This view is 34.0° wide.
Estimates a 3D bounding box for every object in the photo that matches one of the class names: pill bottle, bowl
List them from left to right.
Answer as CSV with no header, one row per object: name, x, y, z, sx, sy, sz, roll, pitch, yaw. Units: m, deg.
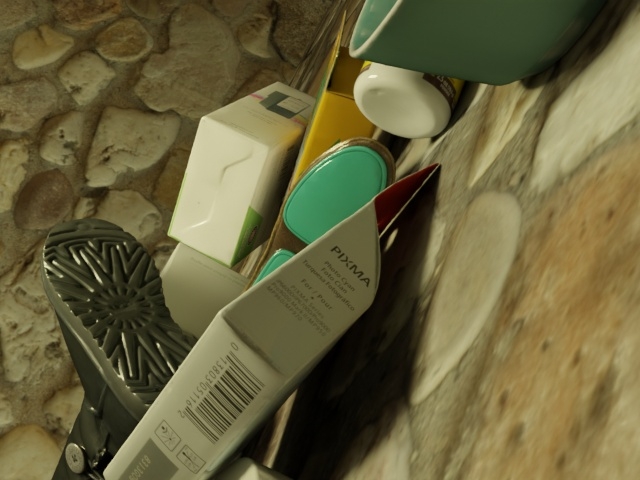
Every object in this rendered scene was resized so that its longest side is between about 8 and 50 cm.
pill bottle,0.127,-0.234,1.224,0.215,0.117,0.117,-66,11,-24
bowl,0.171,-0.266,0.950,0.312,0.163,0.311,-59,9,16

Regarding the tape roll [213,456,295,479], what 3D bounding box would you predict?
tape roll,-0.120,0.382,0.920,0.392,0.072,0.392,-58,11,18

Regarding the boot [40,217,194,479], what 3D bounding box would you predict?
boot,-0.305,0.248,1.414,0.367,0.146,0.445,56,140,39

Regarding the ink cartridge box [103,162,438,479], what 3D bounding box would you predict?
ink cartridge box,-0.021,0.103,1.090,0.385,0.091,0.308,-34,-14,-47

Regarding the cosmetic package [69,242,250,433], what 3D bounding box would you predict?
cosmetic package,-0.220,0.197,1.590,0.365,0.197,0.155,-51,14,41

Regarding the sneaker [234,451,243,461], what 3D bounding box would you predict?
sneaker,-0.131,0.238,1.342,0.085,0.086,0.237,-47,19,51

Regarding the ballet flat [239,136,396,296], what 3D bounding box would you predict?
ballet flat,0.000,0.000,1.334,0.342,0.116,0.124,-61,-11,27

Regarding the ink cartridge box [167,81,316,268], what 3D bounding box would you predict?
ink cartridge box,-0.088,-0.121,1.655,0.353,0.119,0.207,-41,-26,-62

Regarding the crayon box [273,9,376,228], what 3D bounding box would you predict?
crayon box,0.016,-0.131,1.449,0.203,0.083,0.323,-80,9,-62
